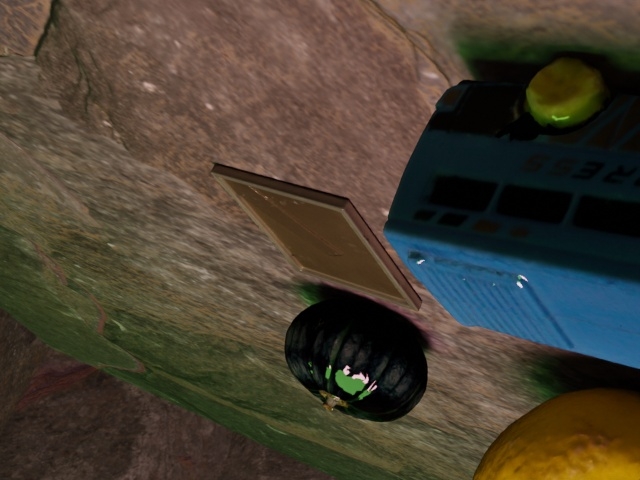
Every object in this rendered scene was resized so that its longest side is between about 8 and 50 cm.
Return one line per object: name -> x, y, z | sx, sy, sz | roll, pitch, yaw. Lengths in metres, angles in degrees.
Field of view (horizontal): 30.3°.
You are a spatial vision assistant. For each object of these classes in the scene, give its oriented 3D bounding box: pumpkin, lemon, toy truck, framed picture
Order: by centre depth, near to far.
toy truck -> 0.235, -0.002, 0.741 | 0.385, 0.162, 0.161 | 12, 156, 40
lemon -> 0.315, 0.325, 1.304 | 0.348, 0.348, 0.348 | 25, 163, 8
framed picture -> 0.000, 0.000, 1.352 | 0.184, 0.016, 0.250 | 16, 160, 33
pumpkin -> 0.045, 0.161, 1.546 | 0.202, 0.140, 0.202 | 25, 160, 10
